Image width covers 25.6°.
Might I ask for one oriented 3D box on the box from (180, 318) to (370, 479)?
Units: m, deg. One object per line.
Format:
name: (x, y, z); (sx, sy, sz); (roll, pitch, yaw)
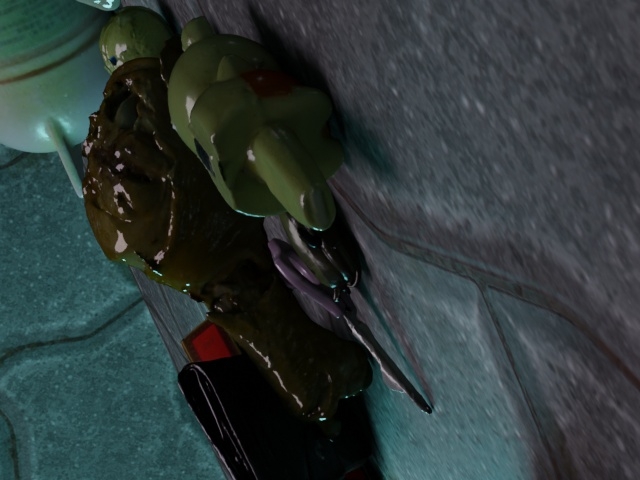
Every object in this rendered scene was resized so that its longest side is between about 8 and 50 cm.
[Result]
box: (-0.049, 0.202, 1.626); (0.153, 0.074, 0.240); (13, -140, -57)

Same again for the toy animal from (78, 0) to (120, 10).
toy animal: (-0.236, -0.356, 1.288); (0.308, 0.266, 0.188); (11, -125, -49)

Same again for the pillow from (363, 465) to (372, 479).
pillow: (0.036, 0.308, 1.769); (0.126, 0.043, 0.232); (57, 167, 26)

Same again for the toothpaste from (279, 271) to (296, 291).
toothpaste: (-0.094, 0.032, 1.491); (0.045, 0.170, 0.028); (53, 130, 52)

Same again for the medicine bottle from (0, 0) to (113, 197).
medicine bottle: (-0.393, -0.271, 1.886); (0.236, 0.236, 0.406); (47, 160, 53)

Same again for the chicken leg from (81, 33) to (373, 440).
chicken leg: (-0.088, 0.014, 1.395); (0.429, 0.201, 0.153); (54, 161, -4)

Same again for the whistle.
whistle: (-0.050, -0.089, 1.136); (0.288, 0.106, 0.131); (48, 158, 54)

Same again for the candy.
candy: (-0.224, -0.240, 1.669); (0.093, 0.092, 0.335); (29, -173, -18)

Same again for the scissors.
scissors: (0.031, 0.078, 1.288); (0.212, 0.021, 0.110); (52, -160, 12)

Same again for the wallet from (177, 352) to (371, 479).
wallet: (-0.039, 0.189, 1.494); (0.172, 0.045, 0.318); (59, -163, 11)

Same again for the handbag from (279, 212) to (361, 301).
handbag: (0.000, 0.000, 1.255); (0.111, 0.047, 0.072); (56, 180, -1)
